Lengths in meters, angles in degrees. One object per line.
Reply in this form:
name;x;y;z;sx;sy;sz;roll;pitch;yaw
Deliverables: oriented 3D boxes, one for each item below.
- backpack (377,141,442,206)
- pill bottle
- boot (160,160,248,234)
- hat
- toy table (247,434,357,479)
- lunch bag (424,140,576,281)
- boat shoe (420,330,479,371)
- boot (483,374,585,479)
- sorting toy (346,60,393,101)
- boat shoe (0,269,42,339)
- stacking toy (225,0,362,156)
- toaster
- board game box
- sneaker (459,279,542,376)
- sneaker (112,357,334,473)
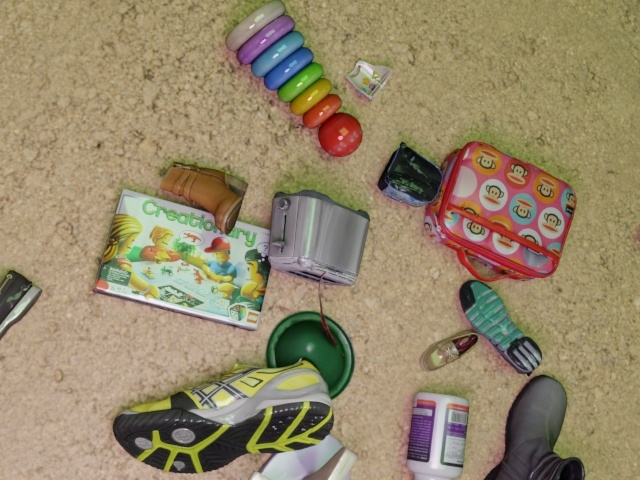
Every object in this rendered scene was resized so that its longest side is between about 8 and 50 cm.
backpack;0.184;-0.124;1.632;0.114;0.084;0.105;29;72;-6
pill bottle;0.222;0.393;1.532;0.108;0.108;0.193;13;76;-15
boot;-0.219;-0.081;1.462;0.152;0.197;0.073;19;110;-7
hat;-0.002;0.201;1.459;0.208;0.183;0.173;47;71;-4
toy table;-0.032;0.471;1.413;0.252;0.161;0.274;24;75;-11
lunch bag;0.366;-0.042;1.661;0.293;0.120;0.258;23;78;-12
boat shoe;0.262;0.219;1.611;0.135;0.045;0.050;-31;89;-20
boot;0.436;0.416;1.533;0.118;0.223;0.338;29;73;-9
sorting toy;0.095;-0.337;1.671;0.075;0.045;0.083;38;72;1
boat shoe;-0.572;0.152;1.352;0.069;0.081;0.227;38;64;-4
stacking toy;-0.039;-0.302;1.583;0.141;0.141;0.330;-40;99;-20
toaster;0.000;0.000;1.514;0.227;0.129;0.146;20;76;-45
board game box;-0.244;0.039;1.485;0.305;0.053;0.193;15;74;-14
sneaker;0.358;0.186;1.641;0.083;0.098;0.223;-31;66;-8
sneaker;-0.170;0.304;1.414;0.385;0.145;0.147;-6;37;0
